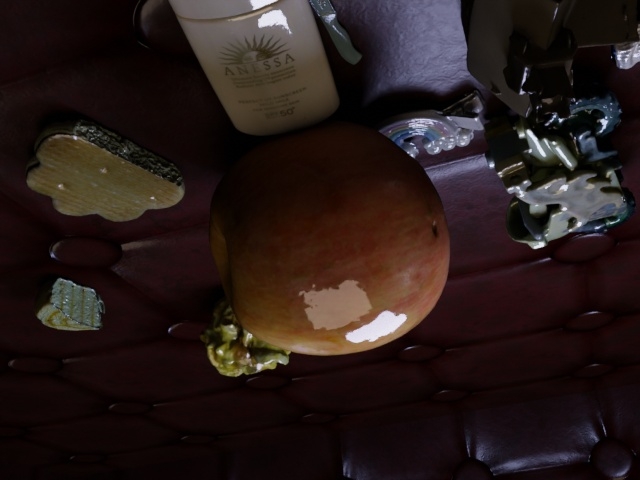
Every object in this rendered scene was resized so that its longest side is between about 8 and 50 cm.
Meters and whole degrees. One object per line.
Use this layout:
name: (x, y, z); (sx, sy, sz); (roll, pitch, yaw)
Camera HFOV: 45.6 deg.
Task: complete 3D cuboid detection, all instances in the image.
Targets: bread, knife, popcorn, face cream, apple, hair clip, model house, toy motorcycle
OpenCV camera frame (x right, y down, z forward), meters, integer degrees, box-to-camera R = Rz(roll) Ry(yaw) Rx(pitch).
bread: (-0.577, 0.155, 1.716); (0.110, 0.103, 0.156); (-25, 140, 23)
knife: (0.011, -0.311, 1.050); (0.028, 0.015, 0.210); (-9, 151, 22)
popcorn: (-0.172, 0.226, 1.797); (0.235, 0.217, 0.181); (-20, 146, 3)
face cream: (-0.088, -0.273, 1.031); (0.173, 0.081, 0.348); (-10, 151, 8)
apple: (0.000, 0.000, 1.233); (0.346, 0.391, 0.391); (-20, 154, -14)
hair clip: (0.167, -0.187, 1.277); (0.220, 0.054, 0.140); (-14, 156, 23)
model house: (0.290, -0.259, 0.950); (0.204, 0.243, 0.211); (-6, 151, 2)
toy motorcycle: (0.421, -0.111, 1.336); (0.237, 0.169, 0.410); (-20, 143, 14)
bread: (-0.385, -0.109, 1.310); (0.207, 0.056, 0.286); (-25, 146, 26)

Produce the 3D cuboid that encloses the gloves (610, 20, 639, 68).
gloves: (0.523, -0.307, 1.076); (0.229, 0.097, 0.119); (-25, 176, 23)
